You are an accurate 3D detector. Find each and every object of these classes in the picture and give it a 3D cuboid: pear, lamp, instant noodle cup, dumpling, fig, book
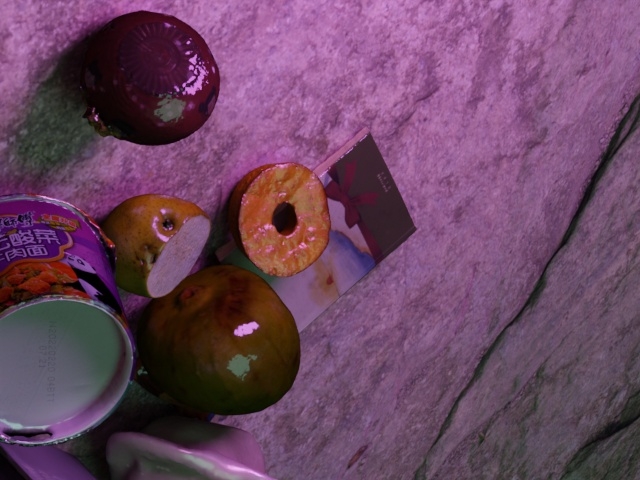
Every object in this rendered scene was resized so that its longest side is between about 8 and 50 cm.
[{"bbox_3d":[-0.210,-0.002,1.773,0.141,0.104,0.141,-50,165,-18],"label":"pear"},{"bbox_3d":[-0.194,-0.177,1.638,0.157,0.156,0.135,8,158,-16],"label":"lamp"},{"bbox_3d":[-0.320,0.098,1.606,0.251,0.190,0.251,-12,122,-19],"label":"instant noodle cup"},{"bbox_3d":[-0.152,0.342,1.980,0.318,0.243,0.187,36,67,-63],"label":"dumpling"},{"bbox_3d":[-0.120,0.147,1.885,0.203,0.203,0.225,-42,131,-16],"label":"fig"},{"bbox_3d":[0.000,0.000,2.030,0.289,0.026,0.201,-42,130,-17],"label":"book"}]

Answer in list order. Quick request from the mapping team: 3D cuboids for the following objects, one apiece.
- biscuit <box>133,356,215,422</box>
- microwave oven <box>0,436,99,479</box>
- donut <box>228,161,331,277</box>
[{"bbox_3d":[-0.149,0.175,2.024,0.280,0.043,0.183,3,112,-50],"label":"biscuit"},{"bbox_3d":[-0.407,0.406,1.805,0.295,0.181,0.237,-54,143,0],"label":"microwave oven"},{"bbox_3d":[-0.057,-0.030,1.915,0.152,0.058,0.151,-7,104,-31],"label":"donut"}]
